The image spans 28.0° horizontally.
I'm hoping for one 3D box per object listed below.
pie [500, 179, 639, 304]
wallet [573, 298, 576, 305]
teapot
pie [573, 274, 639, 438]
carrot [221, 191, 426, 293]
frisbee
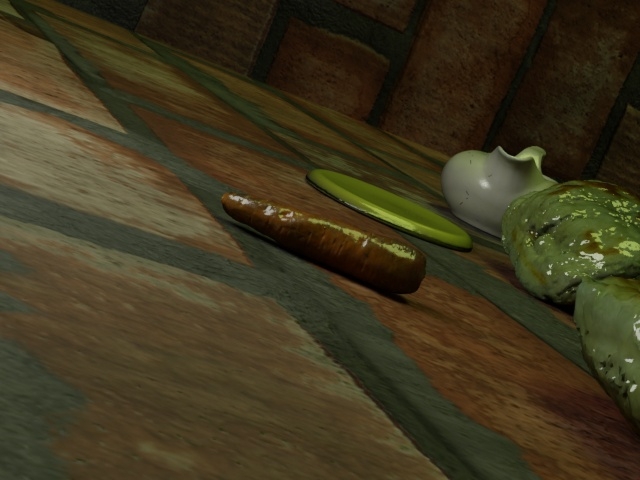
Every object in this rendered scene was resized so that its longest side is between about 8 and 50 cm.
[{"bbox_3d":[0.321,-0.009,1.526,0.201,0.090,0.248,-4,27,-2],"label":"pie"},{"bbox_3d":[0.406,0.122,1.384,0.229,0.049,0.182,20,9,-30],"label":"wallet"},{"bbox_3d":[0.292,-0.083,1.979,0.208,0.166,0.299,13,17,14],"label":"teapot"},{"bbox_3d":[0.367,0.119,0.904,0.418,0.180,0.395,11,14,-26],"label":"pie"},{"bbox_3d":[0.000,0.000,1.108,0.191,0.047,0.047,19,9,5],"label":"carrot"},{"bbox_3d":[0.090,-0.041,1.641,0.236,0.017,0.236,23,9,-4],"label":"frisbee"}]
